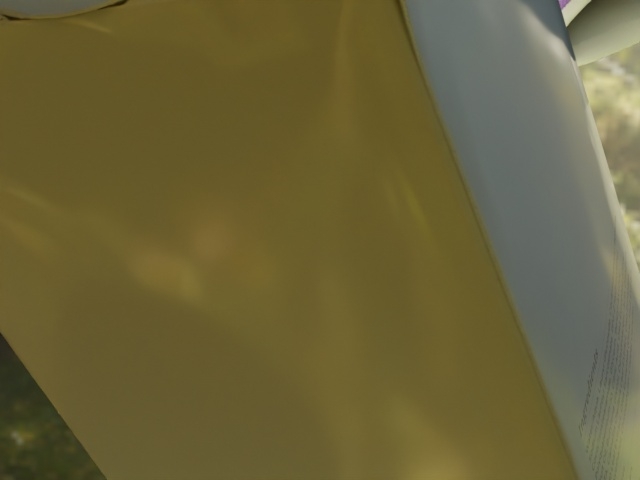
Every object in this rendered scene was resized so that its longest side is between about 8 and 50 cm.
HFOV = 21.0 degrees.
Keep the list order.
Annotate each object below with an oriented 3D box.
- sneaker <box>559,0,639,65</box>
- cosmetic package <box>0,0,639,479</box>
[{"bbox_3d":[0.162,-0.193,0.774,0.161,0.282,0.102,37,-4,34],"label":"sneaker"},{"bbox_3d":[0.000,0.000,0.639,0.197,0.365,0.155,-3,47,21],"label":"cosmetic package"}]
